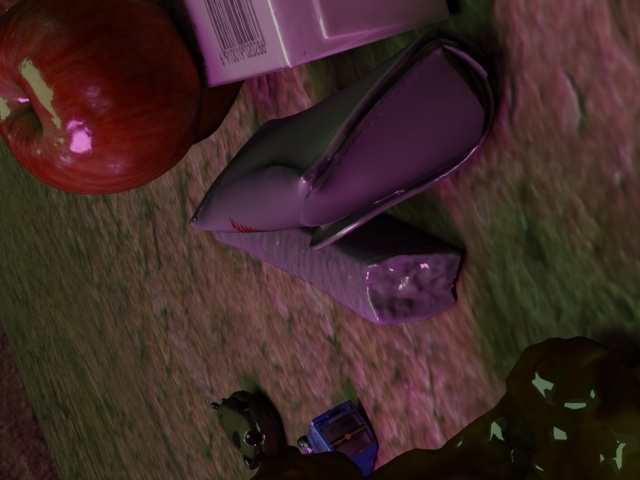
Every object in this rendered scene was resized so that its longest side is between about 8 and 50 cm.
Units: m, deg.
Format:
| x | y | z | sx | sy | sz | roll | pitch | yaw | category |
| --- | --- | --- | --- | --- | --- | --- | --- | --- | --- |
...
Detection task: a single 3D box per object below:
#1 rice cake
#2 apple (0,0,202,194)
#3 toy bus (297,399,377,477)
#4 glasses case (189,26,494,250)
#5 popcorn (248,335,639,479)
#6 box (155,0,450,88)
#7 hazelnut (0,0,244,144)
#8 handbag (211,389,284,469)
| x | y | z | sx | sy | sz | roll | pitch | yaw | category |
| --- | --- | --- | --- | --- | --- | --- | --- | --- | --- |
| 0.000 | 0.000 | 1.070 | 0.365 | 0.073 | 0.056 | -156 | 54 | -63 | rice cake |
| -0.149 | -0.103 | 0.961 | 0.146 | 0.131 | 0.146 | 35 | 136 | 42 | apple |
| 0.012 | 0.198 | 1.230 | 0.061 | 0.051 | 0.153 | 50 | 153 | 24 | toy bus |
| 0.007 | -0.046 | 0.917 | 0.083 | 0.128 | 0.308 | 51 | 163 | -8 | glasses case |
| 0.089 | 0.242 | 0.737 | 0.321 | 0.326 | 0.290 | -63 | -23 | -44 | popcorn |
| -0.040 | -0.212 | 0.921 | 0.274 | 0.116 | 0.203 | -175 | 67 | -71 | box |
| -0.161 | -0.177 | 1.152 | 0.229 | 0.230 | 0.229 | 164 | 90 | -71 | hazelnut |
| -0.075 | 0.191 | 1.468 | 0.111 | 0.047 | 0.072 | 37 | 138 | 57 | handbag |
